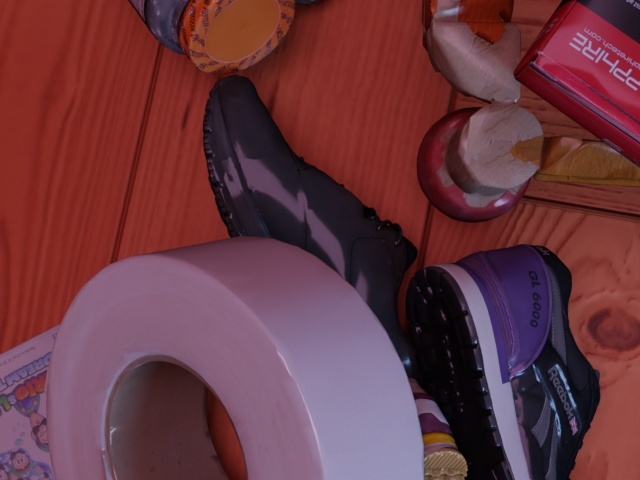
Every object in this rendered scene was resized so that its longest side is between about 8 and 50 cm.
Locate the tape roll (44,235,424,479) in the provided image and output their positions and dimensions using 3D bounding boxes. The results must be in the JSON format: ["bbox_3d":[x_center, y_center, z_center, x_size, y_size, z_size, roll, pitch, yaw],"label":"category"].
[{"bbox_3d":[-0.069,0.141,0.833,0.286,0.100,0.286,10,106,41],"label":"tape roll"}]

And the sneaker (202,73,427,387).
[{"bbox_3d":[0.000,0.000,0.917,0.130,0.109,0.286,-23,87,1],"label":"sneaker"}]

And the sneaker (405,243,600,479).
[{"bbox_3d":[0.156,0.143,0.854,0.124,0.107,0.283,-14,99,-26],"label":"sneaker"}]

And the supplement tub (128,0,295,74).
[{"bbox_3d":[-0.106,-0.224,0.933,0.117,0.117,0.190,-39,63,4],"label":"supplement tub"}]

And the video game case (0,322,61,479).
[{"bbox_3d":[-0.241,0.161,0.975,0.157,0.019,0.143,-27,78,7],"label":"video game case"}]

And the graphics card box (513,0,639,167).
[{"bbox_3d":[0.311,-0.181,0.691,0.233,0.094,0.371,35,90,1],"label":"graphics card box"}]

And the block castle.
[{"bbox_3d":[0.220,-0.232,0.845,0.303,0.213,0.453,2,89,0],"label":"block castle"}]

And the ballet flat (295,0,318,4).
[{"bbox_3d":[-0.007,-0.313,0.981,0.084,0.058,0.250,3,88,-10],"label":"ballet flat"}]

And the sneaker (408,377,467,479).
[{"bbox_3d":[0.045,0.181,0.872,0.185,0.070,0.084,-62,35,36],"label":"sneaker"}]
